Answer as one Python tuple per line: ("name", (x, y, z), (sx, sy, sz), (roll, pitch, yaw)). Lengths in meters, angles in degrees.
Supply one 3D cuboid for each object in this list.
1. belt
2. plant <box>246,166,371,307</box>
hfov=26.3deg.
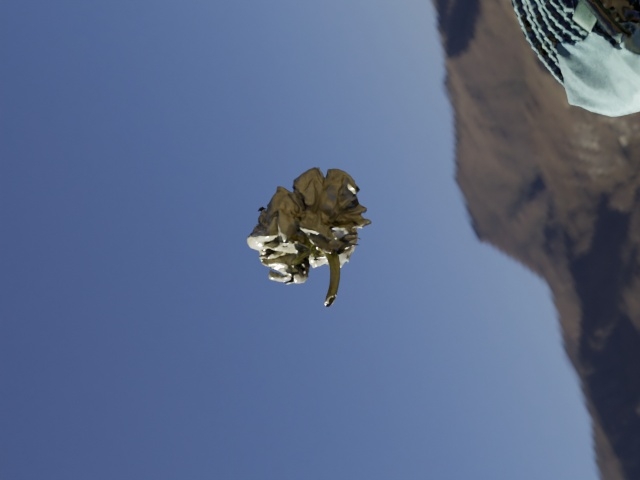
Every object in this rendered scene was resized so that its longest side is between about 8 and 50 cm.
("belt", (0.313, -0.249, 1.399), (0.150, 0.207, 0.257), (-26, -106, -34))
("plant", (0.000, 0.000, 1.248), (0.122, 0.117, 0.104), (53, 177, 36))
